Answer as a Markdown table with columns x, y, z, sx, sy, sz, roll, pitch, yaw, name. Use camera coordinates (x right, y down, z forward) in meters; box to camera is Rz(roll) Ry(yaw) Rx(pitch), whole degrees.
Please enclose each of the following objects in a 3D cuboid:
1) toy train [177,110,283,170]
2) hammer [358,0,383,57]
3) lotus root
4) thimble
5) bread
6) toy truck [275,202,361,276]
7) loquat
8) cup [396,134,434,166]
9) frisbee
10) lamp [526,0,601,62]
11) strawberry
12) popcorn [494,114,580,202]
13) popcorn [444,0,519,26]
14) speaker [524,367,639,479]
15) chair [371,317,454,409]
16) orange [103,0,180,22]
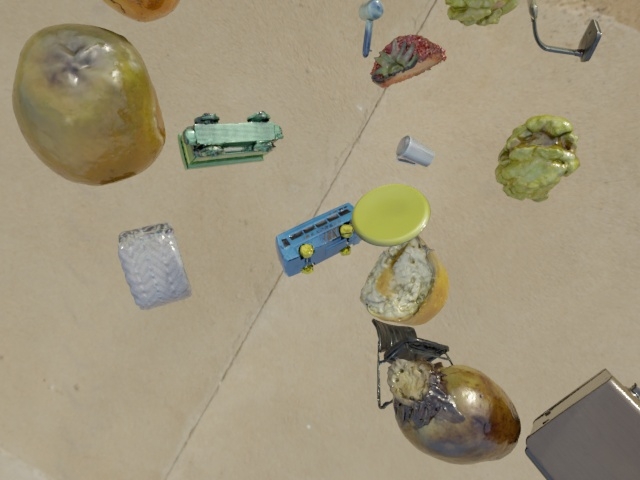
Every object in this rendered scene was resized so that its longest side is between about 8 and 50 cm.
| x | y | z | sx | sy | sz | roll | pitch | yaw | name |
| --- | --- | --- | --- | --- | --- | --- | --- | --- | --- |
| -0.267 | -0.297 | 1.271 | 0.301 | 0.202 | 0.120 | -13 | 90 | -31 | toy train |
| 0.178 | -0.779 | 1.583 | 0.070 | 0.116 | 0.194 | -2 | 113 | -18 | hammer |
| 0.230 | 0.291 | 0.704 | 0.314 | 0.141 | 0.169 | 34 | 136 | -32 | lotus root |
| -0.477 | 0.074 | 1.242 | 0.157 | 0.217 | 0.245 | -16 | 124 | -18 | thimble |
| 0.396 | 0.190 | 1.775 | 0.250 | 0.394 | 0.361 | 33 | 94 | 37 | bread |
| 0.000 | 0.000 | 1.736 | 0.385 | 0.161 | 0.162 | -27 | 60 | -17 | toy truck |
| -0.436 | -0.250 | 0.813 | 0.276 | 0.284 | 0.276 | 4 | 72 | -12 | loquat |
| 0.307 | -0.287 | 1.430 | 0.116 | 0.074 | 0.104 | 20 | 146 | -22 | cup |
| 0.204 | -0.081 | 1.261 | 0.236 | 0.236 | 0.017 | -16 | 140 | 8 | frisbee |
| 0.818 | -0.747 | 1.486 | 0.283 | 0.203 | 0.124 | 20 | 145 | -4 | lamp |
| 0.312 | -0.656 | 1.540 | 0.233 | 0.306 | 0.137 | -20 | 99 | 41 | strawberry |
| 0.665 | -0.243 | 1.314 | 0.235 | 0.242 | 0.250 | 15 | 97 | 40 | popcorn |
| 0.489 | -0.762 | 1.294 | 0.259 | 0.259 | 0.212 | 17 | 132 | 1 | popcorn |
| 0.457 | 0.340 | 0.637 | 0.192 | 0.153 | 0.231 | -45 | 62 | 15 | speaker |
| 0.207 | 0.256 | 0.962 | 0.140 | 0.221 | 0.145 | 17 | 135 | -21 | chair |
| -0.457 | -0.679 | 1.062 | 0.246 | 0.246 | 0.246 | 1 | 103 | 5 | orange |
